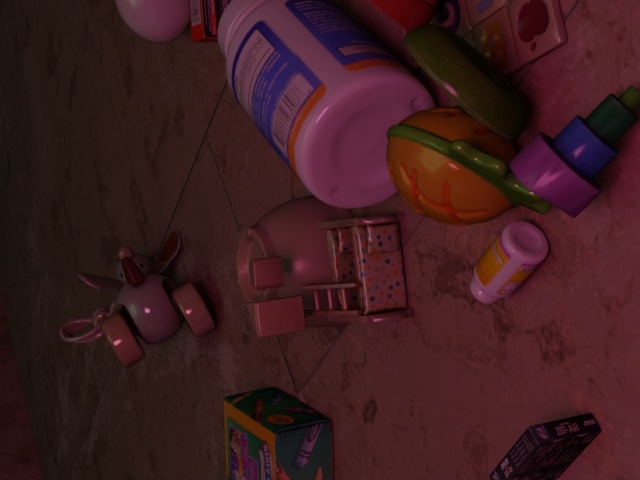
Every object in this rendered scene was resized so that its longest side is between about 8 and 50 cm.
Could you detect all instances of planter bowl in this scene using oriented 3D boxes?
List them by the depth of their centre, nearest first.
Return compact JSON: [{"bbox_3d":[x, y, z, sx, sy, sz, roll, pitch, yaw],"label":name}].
[{"bbox_3d":[-0.034,0.028,1.269,0.162,0.109,0.162,22,115,59],"label":"planter bowl"}]

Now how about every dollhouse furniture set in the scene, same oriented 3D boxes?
[{"bbox_3d":[0.000,0.000,1.138,0.101,0.161,0.182,-4,93,63],"label":"dollhouse furniture set"}]

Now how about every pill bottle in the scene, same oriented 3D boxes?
[{"bbox_3d":[0.162,0.022,0.955,0.083,0.043,0.043,-59,45,50],"label":"pill bottle"},{"bbox_3d":[-0.007,-0.164,1.128,0.272,0.152,0.152,53,140,46],"label":"pill bottle"}]

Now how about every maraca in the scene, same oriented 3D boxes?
[{"bbox_3d":[0.123,-0.061,0.934,0.099,0.127,0.185,-62,23,-2],"label":"maraca"}]

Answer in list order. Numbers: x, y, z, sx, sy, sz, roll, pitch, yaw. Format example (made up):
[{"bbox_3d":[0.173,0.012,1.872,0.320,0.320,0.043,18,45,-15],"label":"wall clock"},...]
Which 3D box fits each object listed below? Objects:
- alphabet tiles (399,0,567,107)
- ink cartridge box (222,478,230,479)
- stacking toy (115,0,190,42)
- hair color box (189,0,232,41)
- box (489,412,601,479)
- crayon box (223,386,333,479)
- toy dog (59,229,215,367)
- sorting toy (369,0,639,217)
[{"bbox_3d":[0.131,-0.308,0.981,0.285,0.011,0.342,-26,73,61],"label":"alphabet tiles"},{"bbox_3d":[-0.148,0.437,1.423,0.153,0.087,0.208,58,144,40],"label":"ink cartridge box"},{"bbox_3d":[-0.291,-0.508,1.515,0.350,0.350,0.480,30,137,58],"label":"stacking toy"},{"bbox_3d":[-0.078,-0.266,1.255,0.043,0.141,0.072,5,100,62],"label":"hair color box"},{"bbox_3d":[0.188,0.179,0.914,0.018,0.067,0.083,65,148,33],"label":"box"},{"bbox_3d":[-0.054,0.348,1.406,0.165,0.081,0.278,16,110,61],"label":"crayon box"},{"bbox_3d":[-0.295,0.067,1.713,0.333,0.220,0.161,11,128,52],"label":"toy dog"},{"bbox_3d":[0.142,-0.183,0.901,0.126,0.127,0.365,-47,51,19],"label":"sorting toy"}]
